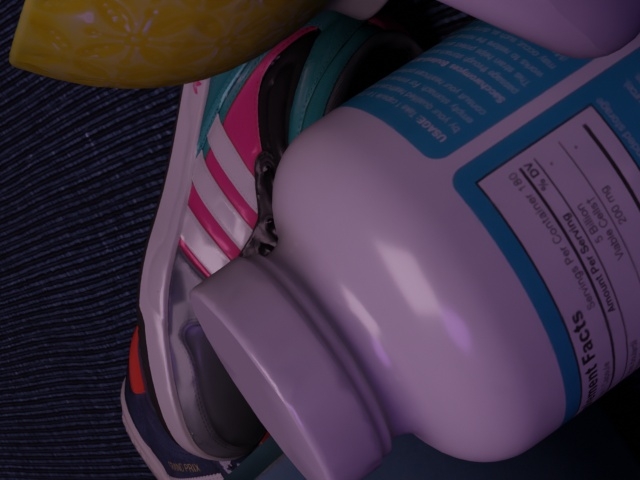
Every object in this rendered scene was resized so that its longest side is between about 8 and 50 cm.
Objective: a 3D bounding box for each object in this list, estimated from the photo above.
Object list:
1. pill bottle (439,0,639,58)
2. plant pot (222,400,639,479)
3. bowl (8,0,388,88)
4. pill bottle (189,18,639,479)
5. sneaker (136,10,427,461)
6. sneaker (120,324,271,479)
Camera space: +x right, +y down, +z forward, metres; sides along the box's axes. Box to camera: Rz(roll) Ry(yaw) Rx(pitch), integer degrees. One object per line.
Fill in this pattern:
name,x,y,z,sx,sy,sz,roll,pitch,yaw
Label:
pill bottle,0.070,-0.252,0.332,0.210,0.210,0.363,34,106,35
plant pot,0.058,0.189,0.643,0.235,0.293,0.293,47,141,3
bowl,-0.024,-0.190,0.590,0.156,0.289,0.289,21,142,-13
pill bottle,0.084,-0.015,0.472,0.146,0.264,0.146,52,166,19
sneaker,0.000,0.000,0.692,0.178,0.123,0.296,15,101,47
sneaker,-0.025,0.161,0.837,0.350,0.131,0.148,39,141,30
